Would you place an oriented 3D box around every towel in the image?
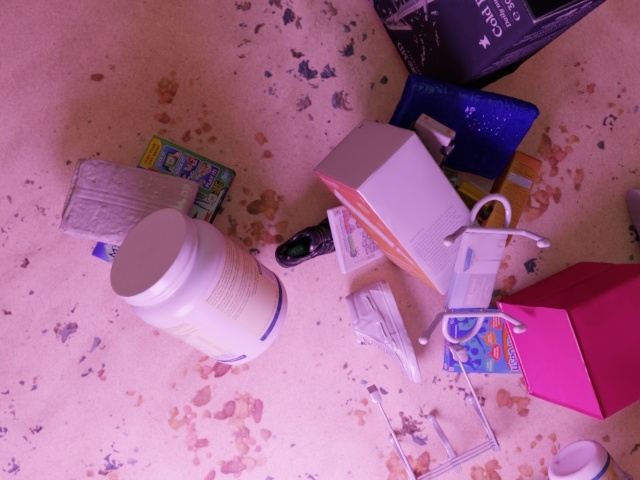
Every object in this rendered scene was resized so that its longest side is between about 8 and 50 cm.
[{"bbox_3d":[-0.434,-0.074,1.324,0.282,0.049,0.187,14,82,0],"label":"towel"},{"bbox_3d":[0.309,-0.247,1.336,0.308,0.227,0.076,10,53,-8],"label":"towel"}]

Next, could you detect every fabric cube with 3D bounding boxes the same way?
[{"bbox_3d":[0.609,0.213,1.326,0.258,0.259,0.254,-22,95,-16],"label":"fabric cube"}]

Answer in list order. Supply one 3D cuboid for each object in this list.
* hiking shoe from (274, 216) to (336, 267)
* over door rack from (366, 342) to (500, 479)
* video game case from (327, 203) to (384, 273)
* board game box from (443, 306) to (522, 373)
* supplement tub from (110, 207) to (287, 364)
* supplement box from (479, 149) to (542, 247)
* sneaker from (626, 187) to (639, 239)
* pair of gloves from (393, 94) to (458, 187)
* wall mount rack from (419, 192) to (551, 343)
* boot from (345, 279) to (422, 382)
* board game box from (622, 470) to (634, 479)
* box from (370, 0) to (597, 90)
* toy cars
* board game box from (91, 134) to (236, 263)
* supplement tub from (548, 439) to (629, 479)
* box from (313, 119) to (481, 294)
[{"bbox_3d":[0.000,0.000,1.384,0.227,0.114,0.086,-30,90,-6],"label":"hiking shoe"},{"bbox_3d":[0.266,0.408,1.375,0.240,0.108,0.324,-26,110,-5],"label":"over door rack"},{"bbox_3d":[0.089,-0.018,1.390,0.143,0.019,0.157,-22,105,-35],"label":"video game case"},{"bbox_3d":[0.412,0.245,1.440,0.210,0.047,0.160,2,87,-6],"label":"board game box"},{"bbox_3d":[-0.247,0.100,1.230,0.235,0.235,0.325,-52,133,-5],"label":"supplement tub"},{"bbox_3d":[0.461,-0.100,1.448,0.080,0.078,0.233,22,85,-3],"label":"supplement box"},{"bbox_3d":[0.889,-0.003,1.464,0.147,0.104,0.295,-13,84,0],"label":"sneaker"},{"bbox_3d":[0.260,-0.228,1.455,0.204,0.042,0.240,16,87,-4],"label":"pair of gloves"},{"bbox_3d":[0.318,0.081,1.206,0.304,0.130,0.350,1,108,-28],"label":"wall mount rack"},{"bbox_3d":[0.148,0.233,1.407,0.123,0.095,0.258,-21,84,4],"label":"boot"},{"bbox_3d":[0.629,0.755,1.421,0.318,0.066,0.318,-9,87,-6],"label":"board game box"},{"bbox_3d":[0.327,-0.612,1.253,0.297,0.472,0.479,-28,89,-12],"label":"box"},{"bbox_3d":[0.300,-0.154,1.323,0.087,0.176,0.393,-54,128,-16],"label":"toy cars"},{"bbox_3d":[-0.363,-0.063,1.371,0.214,0.046,0.317,24,81,1],"label":"board game box"},{"bbox_3d":[0.635,0.575,1.330,0.144,0.144,0.199,-37,89,-6],"label":"supplement tub"},{"bbox_3d":[0.182,-0.075,1.288,0.168,0.215,0.345,-45,119,-5],"label":"box"}]
